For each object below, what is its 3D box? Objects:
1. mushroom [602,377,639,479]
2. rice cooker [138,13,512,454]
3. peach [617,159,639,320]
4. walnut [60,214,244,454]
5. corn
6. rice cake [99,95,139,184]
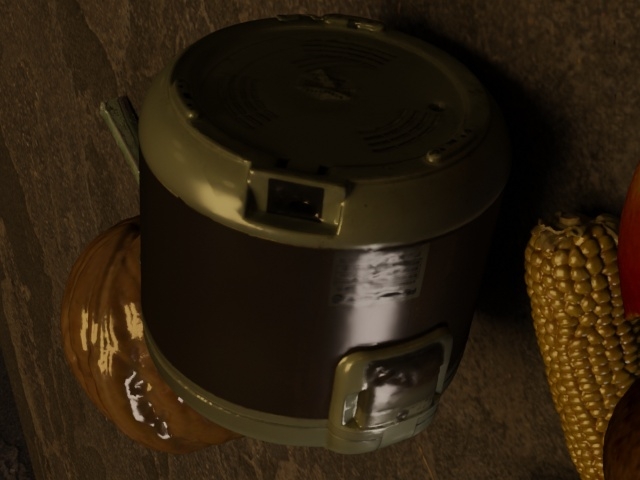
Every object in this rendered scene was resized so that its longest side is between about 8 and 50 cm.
[{"bbox_3d":[0.275,0.209,0.568,0.331,0.356,0.334,50,-170,-25],"label":"mushroom"},{"bbox_3d":[0.000,0.000,0.915,0.335,0.335,0.325,42,139,37],"label":"rice cooker"},{"bbox_3d":[0.277,-0.002,0.615,0.196,0.190,0.226,41,134,25],"label":"peach"},{"bbox_3d":[-0.183,0.121,1.316,0.333,0.333,0.332,34,135,43],"label":"walnut"},{"bbox_3d":[0.230,0.100,0.846,0.091,0.091,0.260,-89,-15,-77],"label":"corn"},{"bbox_3d":[-0.269,-0.123,1.525,0.210,0.043,0.034,60,153,14],"label":"rice cake"}]
